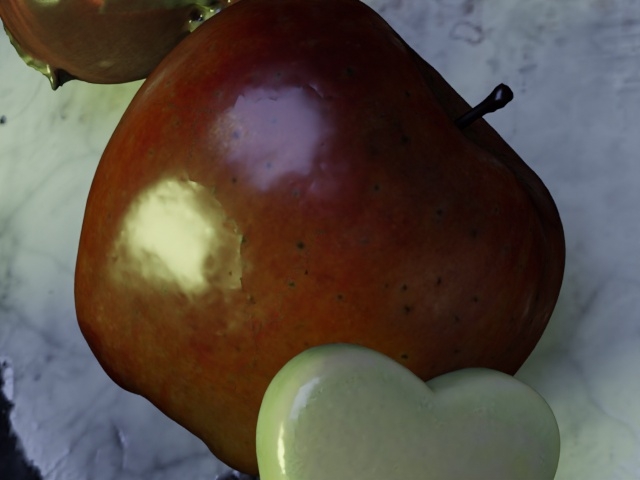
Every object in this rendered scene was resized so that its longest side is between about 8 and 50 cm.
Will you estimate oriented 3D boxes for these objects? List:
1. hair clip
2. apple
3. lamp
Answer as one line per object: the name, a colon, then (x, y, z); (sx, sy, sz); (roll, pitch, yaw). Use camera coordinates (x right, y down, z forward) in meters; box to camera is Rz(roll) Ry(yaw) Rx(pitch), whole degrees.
hair clip: (0.044, 0.136, 0.596); (0.159, 0.218, 0.071); (-43, 24, -11)
apple: (0.002, 0.001, 0.686); (0.234, 0.234, 0.234); (-9, 62, 17)
lamp: (-0.107, -0.152, 0.833); (0.151, 0.215, 0.223); (-26, 17, -28)
